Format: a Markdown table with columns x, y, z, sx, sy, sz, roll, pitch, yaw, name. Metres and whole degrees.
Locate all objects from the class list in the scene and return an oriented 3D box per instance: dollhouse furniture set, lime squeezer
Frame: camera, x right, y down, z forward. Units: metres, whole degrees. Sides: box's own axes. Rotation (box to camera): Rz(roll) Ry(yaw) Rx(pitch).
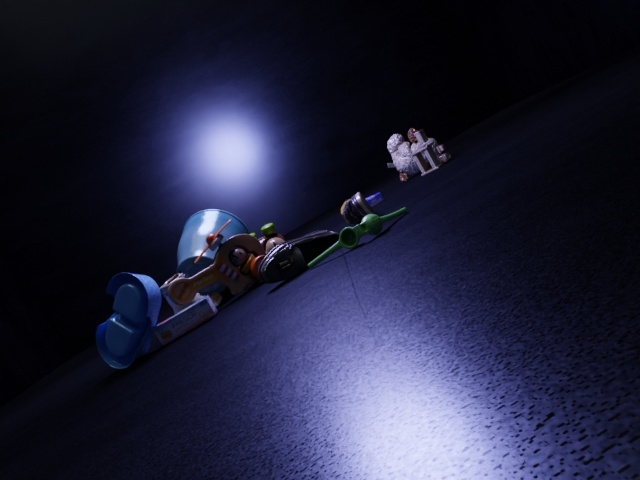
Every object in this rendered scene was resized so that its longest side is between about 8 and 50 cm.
| x | y | z | sx | sy | sz | roll | pitch | yaw | name |
| --- | --- | --- | --- | --- | --- | --- | --- | --- | --- |
| 0.481 | -0.409 | 2.055 | 0.101 | 0.182 | 0.161 | -24 | 8 | 45 | dollhouse furniture set |
| 0.097 | -0.021 | 1.190 | 0.310 | 0.059 | 0.110 | -31 | 6 | -5 | lime squeezer |

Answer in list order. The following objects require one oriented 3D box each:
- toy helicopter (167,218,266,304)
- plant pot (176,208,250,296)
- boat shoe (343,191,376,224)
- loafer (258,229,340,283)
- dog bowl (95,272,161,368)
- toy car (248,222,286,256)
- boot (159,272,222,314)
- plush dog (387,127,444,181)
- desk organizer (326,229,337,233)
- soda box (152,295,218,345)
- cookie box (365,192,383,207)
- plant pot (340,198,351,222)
| x | y | z | sx | sy | sz | roll | pitch | yaw | name |
| --- | --- | --- | --- | --- | --- | --- | --- | --- | --- |
| -0.336 | 0.084 | 1.476 | 0.355 | 0.235 | 0.140 | -30 | 5 | -35 | toy helicopter |
| -0.409 | 0.061 | 1.687 | 0.271 | 0.272 | 0.255 | -28 | 27 | 17 | plant pot |
| 0.125 | -0.100 | 1.563 | 0.092 | 0.103 | 0.285 | -34 | 1 | 4 | boat shoe |
| -0.054 | 0.035 | 1.291 | 0.267 | 0.096 | 0.084 | -31 | 11 | -33 | loafer |
| -0.570 | 0.235 | 1.367 | 0.074 | 0.165 | 0.298 | -7 | -61 | -67 | dog bowl |
| -0.174 | 0.040 | 1.639 | 0.148 | 0.155 | 0.188 | -31 | 18 | -14 | toy car |
| -0.425 | 0.177 | 1.507 | 0.077 | 0.165 | 0.213 | -26 | 8 | 27 | boot |
| 0.469 | -0.416 | 2.203 | 0.225 | 0.262 | 0.211 | -38 | 31 | 50 | plush dog |
| 0.000 | 0.000 | 1.519 | 0.130 | 0.050 | 0.047 | -25 | 7 | 41 | desk organizer |
| -0.405 | 0.240 | 1.372 | 0.183 | 0.063 | 0.058 | -30 | 5 | -4 | soda box |
| 0.205 | -0.160 | 1.960 | 0.091 | 0.040 | 0.107 | -32 | 6 | -23 | cookie box |
| 0.126 | -0.113 | 1.769 | 0.081 | 0.081 | 0.083 | -24 | 18 | 44 | plant pot |
